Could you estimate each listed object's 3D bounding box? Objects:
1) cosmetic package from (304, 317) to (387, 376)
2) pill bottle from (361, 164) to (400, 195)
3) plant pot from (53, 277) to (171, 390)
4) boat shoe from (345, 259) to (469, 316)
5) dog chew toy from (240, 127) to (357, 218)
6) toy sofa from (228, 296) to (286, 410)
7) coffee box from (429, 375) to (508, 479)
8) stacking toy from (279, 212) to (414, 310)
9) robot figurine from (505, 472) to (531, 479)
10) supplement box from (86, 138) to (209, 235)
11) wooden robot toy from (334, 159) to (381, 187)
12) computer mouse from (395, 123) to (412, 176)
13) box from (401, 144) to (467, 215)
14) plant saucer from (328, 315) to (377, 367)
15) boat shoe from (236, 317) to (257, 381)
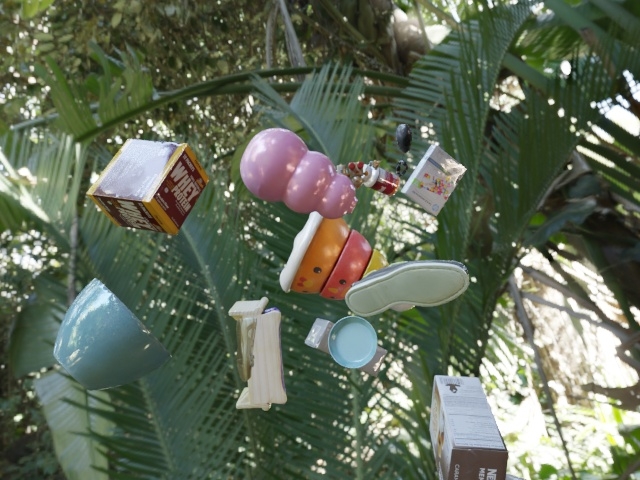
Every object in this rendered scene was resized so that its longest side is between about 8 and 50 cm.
[{"bbox_3d":[0.084,0.351,1.624,0.238,0.107,0.127,32,-14,-13],"label":"cosmetic package"},{"bbox_3d":[0.221,-0.231,1.875,0.152,0.086,0.086,20,-34,-22],"label":"pill bottle"},{"bbox_3d":[-0.559,0.269,1.275,0.195,0.290,0.290,-44,-10,-22],"label":"plant pot"},{"bbox_3d":[0.148,0.070,0.840,0.228,0.081,0.069,-18,17,36],"label":"boat shoe"},{"bbox_3d":[-0.051,-0.171,1.368,0.332,0.206,0.206,27,-25,2],"label":"dog chew toy"},{"bbox_3d":[-0.207,0.391,1.720,0.177,0.362,0.150,-4,6,2],"label":"toy sofa"},{"bbox_3d":[0.277,0.386,0.954,0.098,0.141,0.246,2,15,6],"label":"coffee box"},{"bbox_3d":[0.130,0.109,1.752,0.480,0.350,0.350,25,-24,2],"label":"stacking toy"},{"bbox_3d":[0.364,0.594,0.852,0.200,0.353,0.299,18,-57,-8],"label":"robot figurine"},{"bbox_3d":[-0.419,-0.135,1.219,0.194,0.191,0.129,8,-33,23],"label":"supplement box"},{"bbox_3d":[0.100,-0.195,1.480,0.173,0.079,0.076,-6,6,7],"label":"wooden robot toy"},{"bbox_3d":[0.289,-0.319,1.787,0.041,0.071,0.242,-30,-35,-20],"label":"computer mouse"},{"bbox_3d":[0.374,-0.198,1.623,0.145,0.186,0.038,33,2,-19],"label":"box"},{"bbox_3d":[0.078,0.239,1.159,0.119,0.119,0.021,-20,-18,15],"label":"plant saucer"},{"bbox_3d":[-0.175,0.264,1.196,0.048,0.152,0.056,-1,-7,-27],"label":"boat shoe"}]
